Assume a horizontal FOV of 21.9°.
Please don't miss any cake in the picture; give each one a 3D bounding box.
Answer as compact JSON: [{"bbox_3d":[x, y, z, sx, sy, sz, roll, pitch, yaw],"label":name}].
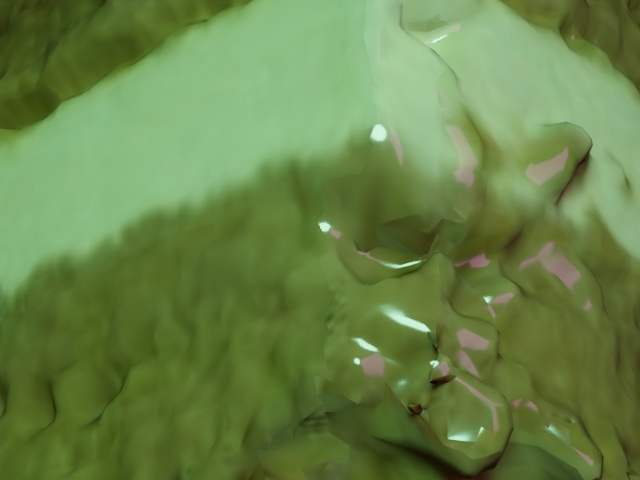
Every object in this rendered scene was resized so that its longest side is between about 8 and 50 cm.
[{"bbox_3d":[0.000,0.000,0.505,0.256,0.282,0.290,30,48,-42],"label":"cake"}]
